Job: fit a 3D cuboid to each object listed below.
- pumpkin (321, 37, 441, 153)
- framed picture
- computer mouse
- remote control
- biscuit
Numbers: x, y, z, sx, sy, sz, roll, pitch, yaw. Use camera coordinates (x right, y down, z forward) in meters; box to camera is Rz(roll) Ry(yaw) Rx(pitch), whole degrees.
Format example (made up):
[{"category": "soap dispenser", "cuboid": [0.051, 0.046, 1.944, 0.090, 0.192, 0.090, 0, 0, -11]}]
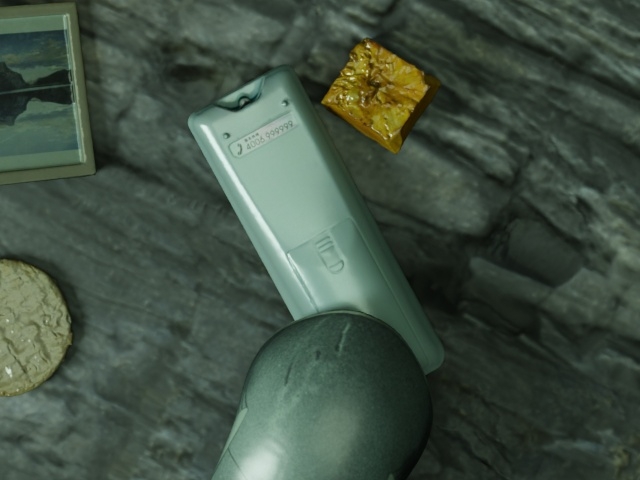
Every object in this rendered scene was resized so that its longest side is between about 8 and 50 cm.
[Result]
[{"category": "pumpkin", "cuboid": [0.053, -0.123, 1.628, 0.083, 0.054, 0.074, 34, 84, 14]}, {"category": "framed picture", "cuboid": [-0.291, -0.116, 1.576, 0.203, 0.015, 0.150, -6, 92, -23]}, {"category": "computer mouse", "cuboid": [-0.027, 0.237, 1.596, 0.167, 0.090, 0.379, 21, 101, 8]}, {"category": "remote control", "cuboid": [0.000, 0.000, 1.627, 0.103, 0.051, 0.293, -29, 95, -5]}, {"category": "biscuit", "cuboid": [-0.267, 0.074, 1.613, 0.120, 0.015, 0.120, 0, 92, -8]}]
